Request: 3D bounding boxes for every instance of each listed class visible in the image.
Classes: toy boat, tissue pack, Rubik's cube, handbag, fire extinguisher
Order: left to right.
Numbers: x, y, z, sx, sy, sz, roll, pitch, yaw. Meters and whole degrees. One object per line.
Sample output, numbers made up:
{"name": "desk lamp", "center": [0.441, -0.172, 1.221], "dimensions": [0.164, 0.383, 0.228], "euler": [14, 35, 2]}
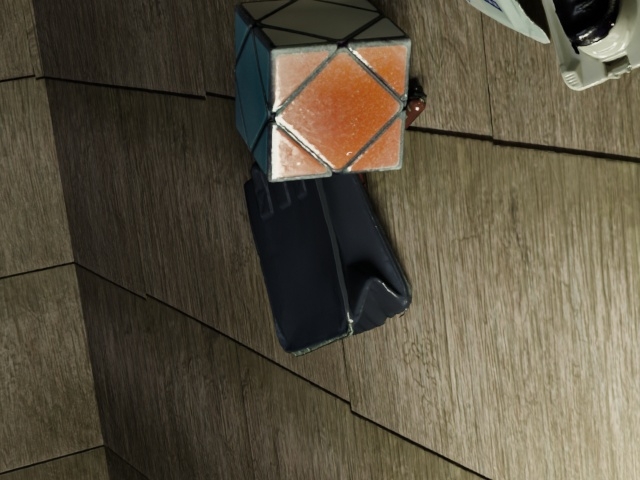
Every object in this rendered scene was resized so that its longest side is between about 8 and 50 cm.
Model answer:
{"name": "Rubik's cube", "center": [-0.002, -0.221, 2.072], "dimensions": [0.205, 0.207, 0.205], "euler": [-122, 28, -58]}
{"name": "handbag", "center": [0.000, 0.000, 2.305], "dimensions": [0.303, 0.122, 0.329], "euler": [-30, 76, 65]}
{"name": "fire extinguisher", "center": [0.130, -0.196, 2.063], "dimensions": [0.100, 0.032, 0.046], "euler": [132, 155, -60]}
{"name": "tissue pack", "center": [0.201, -0.315, 1.793], "dimensions": [0.122, 0.026, 0.193], "euler": [50, 178, -40]}
{"name": "toy boat", "center": [0.279, -0.303, 1.568], "dimensions": [0.141, 0.141, 0.269], "euler": [-20, 93, 64]}
